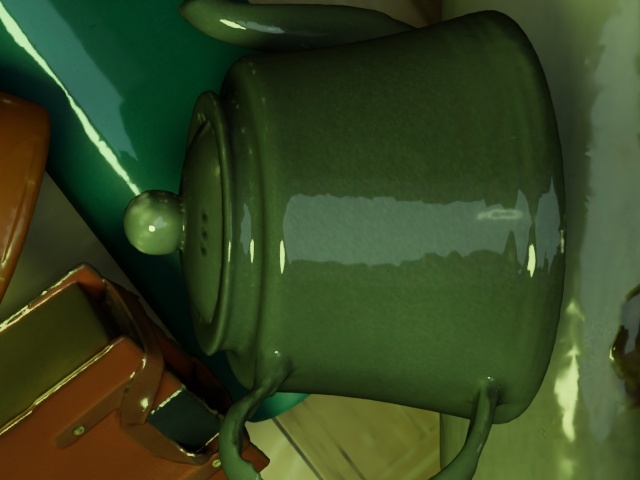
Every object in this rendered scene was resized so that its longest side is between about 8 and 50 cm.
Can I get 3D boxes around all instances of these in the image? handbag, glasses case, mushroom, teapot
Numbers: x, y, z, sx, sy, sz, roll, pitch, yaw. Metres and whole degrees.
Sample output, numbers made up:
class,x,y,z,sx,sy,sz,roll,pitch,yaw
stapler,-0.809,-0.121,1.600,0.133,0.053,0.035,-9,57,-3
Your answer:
class,x,y,z,sx,sy,sz,roll,pitch,yaw
handbag,-0.126,0.104,0.773,0.190,0.063,0.127,-37,140,4
glasses case,-0.075,-0.072,0.820,0.117,0.070,0.301,-40,102,-11
mushroom,0.132,0.064,0.862,0.177,0.126,0.397,1,95,-37
teapot,0.000,0.000,0.737,0.149,0.162,0.239,0,59,-14

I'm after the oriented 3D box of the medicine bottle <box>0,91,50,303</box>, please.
class,x,y,z,sx,sy,sz,roll,pitch,yaw
medicine bottle,-0.252,-0.047,0.721,0.289,0.157,0.157,17,89,-17
